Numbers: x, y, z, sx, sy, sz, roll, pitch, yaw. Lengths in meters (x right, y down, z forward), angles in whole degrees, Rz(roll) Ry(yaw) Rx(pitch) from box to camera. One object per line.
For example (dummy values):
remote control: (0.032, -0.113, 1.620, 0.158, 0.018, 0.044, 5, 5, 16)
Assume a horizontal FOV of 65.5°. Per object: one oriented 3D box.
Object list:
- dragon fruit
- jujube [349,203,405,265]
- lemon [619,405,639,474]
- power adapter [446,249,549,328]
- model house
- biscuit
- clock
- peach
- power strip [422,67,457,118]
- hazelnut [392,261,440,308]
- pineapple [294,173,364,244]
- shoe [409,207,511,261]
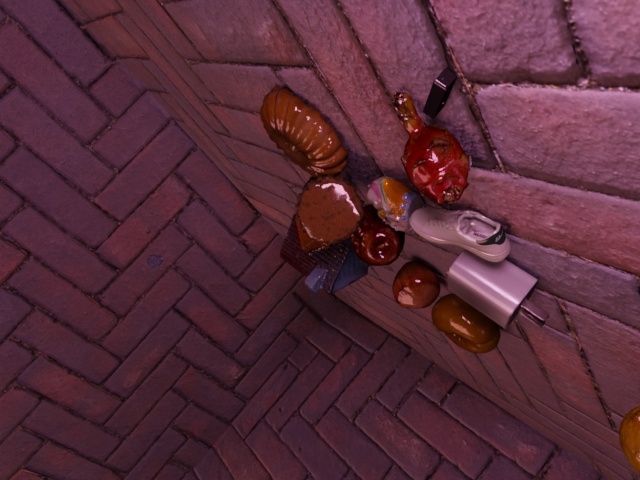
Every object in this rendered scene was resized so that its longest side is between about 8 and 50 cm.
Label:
dragon fruit: (0.208, -0.187, 0.981, 0.246, 0.126, 0.125, 57, -179, -4)
jujube: (0.173, -0.010, 1.514, 0.190, 0.190, 0.255, 43, -166, -7)
lemon: (0.852, 0.505, 1.227, 0.231, 0.192, 0.192, 47, 169, -12)
power adapter: (0.468, 0.132, 1.291, 0.255, 0.124, 0.187, 36, 170, 26)
model house: (0.000, 0.000, 1.860, 0.360, 0.339, 0.297, 34, 169, 38)
biscuit: (-0.060, -0.306, 1.487, 0.326, 0.107, 0.325, 43, 170, 10)
clock: (0.204, -0.098, 1.359, 0.144, 0.103, 0.231, 24, 163, 33)
peach: (0.508, 0.291, 1.732, 0.251, 0.153, 0.251, 40, 177, 3)
power strip: (0.209, -0.256, 0.877, 0.029, 0.038, 0.111, 39, 171, 9)
hazelnut: (0.335, 0.165, 1.787, 0.182, 0.182, 0.182, 40, 169, 9)
pineapple: (0.031, -0.106, 1.522, 0.202, 0.202, 0.362, 43, -171, -5)
shoe: (0.326, -0.041, 1.194, 0.265, 0.095, 0.110, 24, 161, 34)
